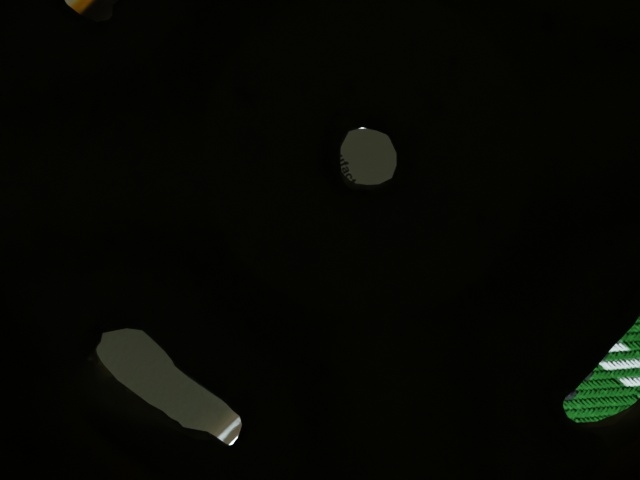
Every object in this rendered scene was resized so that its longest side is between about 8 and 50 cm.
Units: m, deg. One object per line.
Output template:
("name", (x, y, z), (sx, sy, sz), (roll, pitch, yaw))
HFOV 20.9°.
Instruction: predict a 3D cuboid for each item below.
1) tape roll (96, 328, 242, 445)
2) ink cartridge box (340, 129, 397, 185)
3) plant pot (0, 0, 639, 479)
("tape roll", (-0.102, 0.108, 0.776), (0.286, 0.100, 0.286), (-49, 171, -11))
("ink cartridge box", (0.133, -0.079, 0.810), (0.273, 0.115, 0.198), (-26, 175, 10))
("plant pot", (0.000, 0.000, 0.307), (0.334, 0.334, 0.305), (-53, -178, 12))
